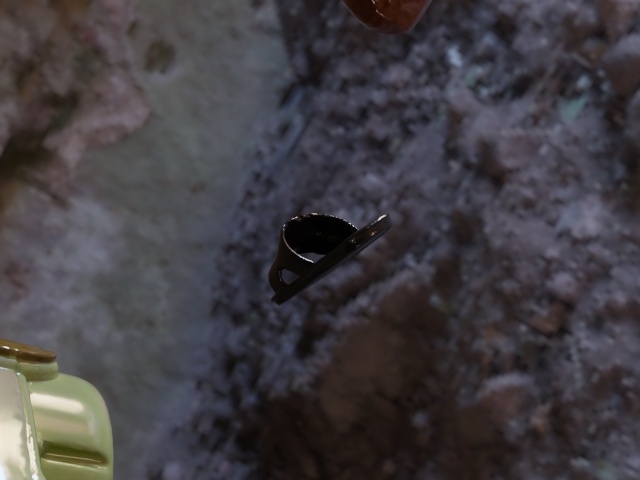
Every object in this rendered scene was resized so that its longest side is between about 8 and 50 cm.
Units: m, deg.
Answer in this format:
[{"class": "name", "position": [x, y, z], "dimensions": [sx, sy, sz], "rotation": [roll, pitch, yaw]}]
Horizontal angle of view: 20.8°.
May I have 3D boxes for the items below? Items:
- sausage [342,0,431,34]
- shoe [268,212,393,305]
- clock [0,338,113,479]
[{"class": "sausage", "position": [0.065, -0.290, 1.788], "dimensions": [0.113, 0.113, 0.259], "rotation": [-51, 17, 21]}, {"class": "shoe", "position": [0.000, 0.000, 1.315], "dimensions": [0.062, 0.053, 0.159], "rotation": [-36, 1, -32]}, {"class": "clock", "position": [-0.234, 0.217, 1.261], "dimensions": [0.348, 0.117, 0.286], "rotation": [-109, 35, -56]}]
